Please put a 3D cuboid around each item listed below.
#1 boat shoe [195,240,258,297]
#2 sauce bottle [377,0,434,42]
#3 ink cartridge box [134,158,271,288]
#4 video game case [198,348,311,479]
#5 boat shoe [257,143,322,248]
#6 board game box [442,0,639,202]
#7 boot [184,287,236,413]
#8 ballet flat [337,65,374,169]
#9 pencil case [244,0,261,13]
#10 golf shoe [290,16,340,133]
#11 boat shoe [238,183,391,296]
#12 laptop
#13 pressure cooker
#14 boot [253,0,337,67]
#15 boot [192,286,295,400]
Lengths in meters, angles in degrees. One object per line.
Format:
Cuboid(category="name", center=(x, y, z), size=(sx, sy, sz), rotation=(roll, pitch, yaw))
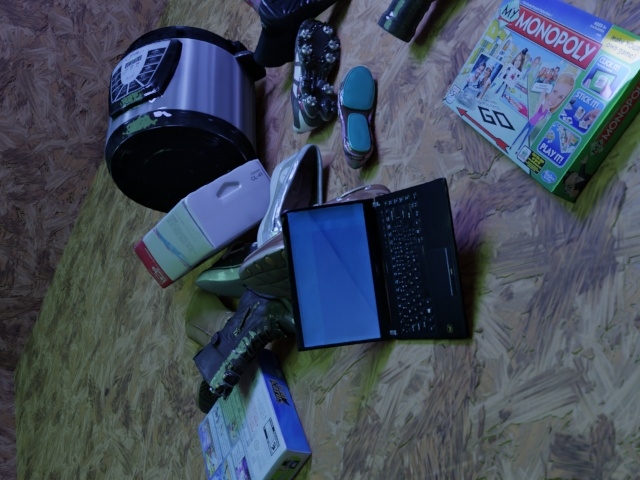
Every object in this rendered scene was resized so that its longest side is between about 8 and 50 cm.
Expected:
Cuboid(category="boat shoe", center=(-0.161, 0.051, 1.577), size=(0.306, 0.113, 0.105), rotation=(-20, 51, 50))
Cuboid(category="sauce bottle", center=(0.219, -0.514, 1.274), size=(0.344, 0.111, 0.111), rotation=(-59, 32, 23))
Cuboid(category="ink cartridge box", center=(-0.255, -0.033, 1.634), size=(0.226, 0.131, 0.306), rotation=(-36, 4, -37))
Cuboid(category="video game case", center=(-0.137, 0.384, 1.400), size=(0.244, 0.061, 0.269), rotation=(-56, 33, 21))
Cuboid(category="boat shoe", center=(-0.046, -0.046, 1.441), size=(0.103, 0.118, 0.320), rotation=(-41, 35, 48))
Cuboid(category="board game box", center=(0.312, -0.221, 1.022), size=(0.213, 0.046, 0.317), rotation=(-60, 32, 20))
Cuboid(category="boot", center=(-0.251, 0.242, 1.652), size=(0.269, 0.089, 0.236), rotation=(16, 84, 62))
Cuboid(category="ballet flat", center=(0.065, -0.236, 1.415), size=(0.079, 0.077, 0.221), rotation=(121, 153, -58))
Cuboid(category="pencil case", center=(-0.165, -0.634, 1.787), size=(0.124, 0.284, 0.124), rotation=(-40, 30, 28))
Cuboid(category="golf shoe", center=(-0.028, -0.366, 1.601), size=(0.120, 0.105, 0.273), rotation=(-36, 44, 55))
Cuboid(category="boat shoe", center=(0.000, 0.000, 1.296), size=(0.324, 0.123, 0.116), rotation=(-23, 36, 20))
Cuboid(category="laptop", center=(0.074, 0.044, 1.106), size=(0.264, 0.136, 0.234), rotation=(-12, 85, 56))
Cuboid(category="pressure cooker", center=(-0.346, -0.321, 1.831), size=(0.375, 0.369, 0.420), rotation=(120, 153, -51))
Cuboid(category="boot", center=(-0.046, -0.519, 1.696), size=(0.094, 0.246, 0.207), rotation=(54, 163, 11))
Cuboid(category="boot", center=(-0.126, 0.204, 1.383), size=(0.229, 0.091, 0.263), rotation=(-55, 35, -6))
